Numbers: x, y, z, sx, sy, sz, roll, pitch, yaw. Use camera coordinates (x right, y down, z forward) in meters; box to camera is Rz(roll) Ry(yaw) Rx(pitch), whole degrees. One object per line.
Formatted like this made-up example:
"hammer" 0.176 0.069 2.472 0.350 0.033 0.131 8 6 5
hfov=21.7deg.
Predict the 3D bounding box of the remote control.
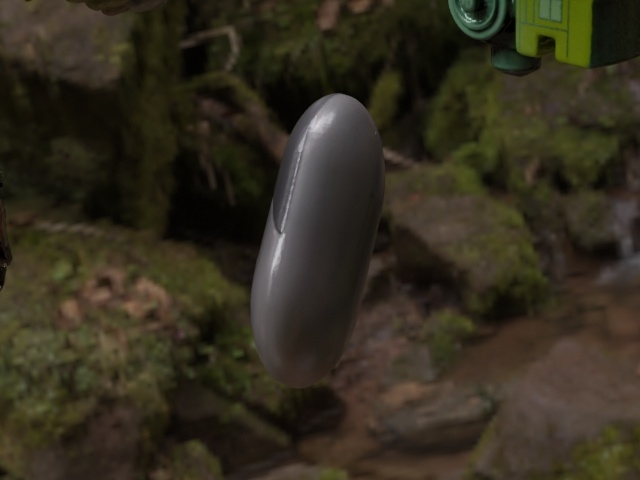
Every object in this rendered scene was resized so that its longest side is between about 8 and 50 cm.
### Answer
"remote control" 0.000 0.000 1.838 0.103 0.332 0.221 10 -14 19

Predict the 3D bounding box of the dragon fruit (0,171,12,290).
"dragon fruit" -0.336 -0.014 1.357 0.189 0.182 0.182 28 5 -21

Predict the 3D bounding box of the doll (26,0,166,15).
"doll" -0.191 -0.233 1.431 0.188 0.096 0.145 -26 13 -35

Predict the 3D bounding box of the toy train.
"toy train" 0.290 -0.403 1.982 0.179 0.442 0.272 -20 27 -40
